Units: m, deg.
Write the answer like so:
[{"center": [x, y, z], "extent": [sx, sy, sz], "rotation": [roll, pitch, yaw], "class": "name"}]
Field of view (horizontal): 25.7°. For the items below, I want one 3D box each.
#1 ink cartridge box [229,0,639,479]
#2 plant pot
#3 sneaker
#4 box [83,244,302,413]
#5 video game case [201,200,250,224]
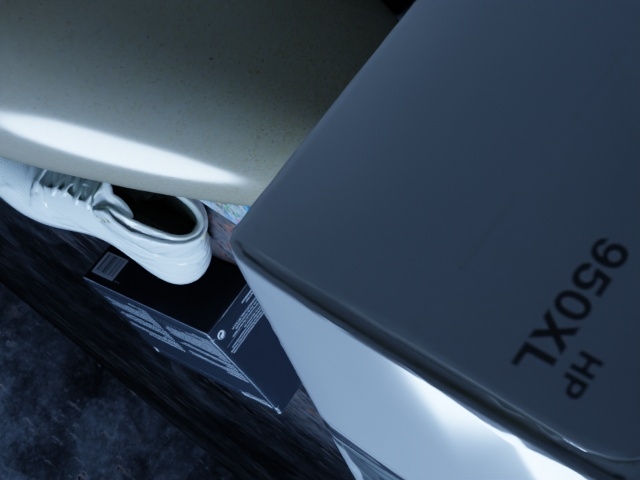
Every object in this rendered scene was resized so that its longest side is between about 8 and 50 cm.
[{"center": [0.147, 0.019, 0.625], "extent": [0.166, 0.285, 0.395], "rotation": [29, 162, 24], "class": "ink cartridge box"}, {"center": [-0.093, -0.130, 0.843], "extent": [0.274, 0.256, 0.256], "rotation": [27, 167, -16], "class": "plant pot"}, {"center": [-0.250, -0.064, 1.565], "extent": [0.293, 0.108, 0.169], "rotation": [26, 162, 2], "class": "sneaker"}, {"center": [-0.151, 0.097, 1.795], "extent": [0.261, 0.103, 0.184], "rotation": [20, 154, 43], "class": "box"}, {"center": [-0.123, -0.074, 1.357], "extent": [0.166, 0.015, 0.119], "rotation": [33, 158, 37], "class": "video game case"}]
